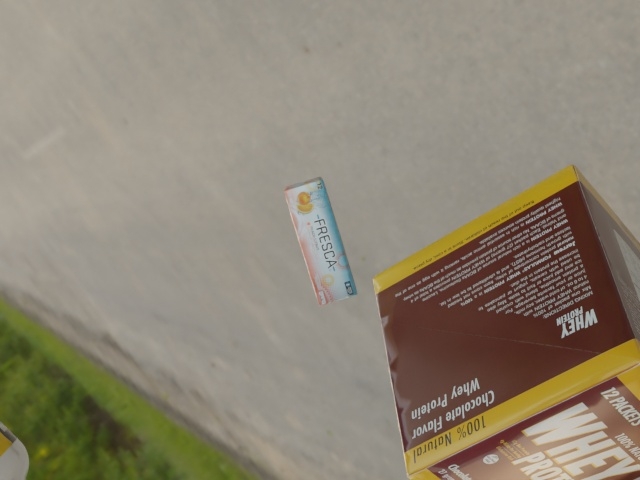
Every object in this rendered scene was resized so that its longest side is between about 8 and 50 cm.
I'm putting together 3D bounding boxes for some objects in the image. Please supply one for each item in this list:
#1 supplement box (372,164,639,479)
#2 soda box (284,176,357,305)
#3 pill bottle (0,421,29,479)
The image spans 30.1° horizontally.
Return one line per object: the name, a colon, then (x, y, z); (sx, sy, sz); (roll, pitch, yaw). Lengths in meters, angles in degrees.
supplement box: (0.163, 0.087, 0.910); (0.129, 0.191, 0.194); (41, -152, -38)
soda box: (0.000, 0.000, 1.772); (0.058, 0.063, 0.183); (-104, -3, -82)
pill bottle: (-0.440, 0.236, 1.278); (0.334, 0.188, 0.188); (45, 166, -6)
